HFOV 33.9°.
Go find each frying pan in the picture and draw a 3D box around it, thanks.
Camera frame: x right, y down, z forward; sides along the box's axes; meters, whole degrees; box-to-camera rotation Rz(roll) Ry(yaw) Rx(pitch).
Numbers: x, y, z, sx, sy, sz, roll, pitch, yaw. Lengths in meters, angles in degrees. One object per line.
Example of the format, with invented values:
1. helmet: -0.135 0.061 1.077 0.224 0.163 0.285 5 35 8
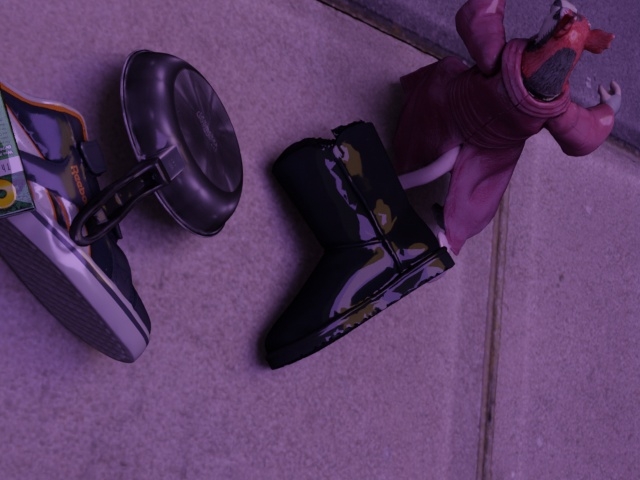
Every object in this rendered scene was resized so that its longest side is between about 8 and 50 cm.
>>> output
1. frying pan: -0.151 -0.098 0.971 0.326 0.053 0.197 -4 76 -72

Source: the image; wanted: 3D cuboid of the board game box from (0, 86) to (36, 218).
1. board game box: -0.366 -0.053 0.807 0.260 0.030 0.136 -15 92 -14

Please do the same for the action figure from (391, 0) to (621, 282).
1. action figure: 0.179 -0.153 1.160 0.248 0.370 0.275 43 68 -1

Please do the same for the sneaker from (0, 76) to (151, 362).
1. sneaker: -0.237 -0.039 0.929 0.127 0.126 0.321 -49 113 -29

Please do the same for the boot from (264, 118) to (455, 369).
1. boot: 0.000 0.000 1.157 0.247 0.094 0.207 -32 84 -14
